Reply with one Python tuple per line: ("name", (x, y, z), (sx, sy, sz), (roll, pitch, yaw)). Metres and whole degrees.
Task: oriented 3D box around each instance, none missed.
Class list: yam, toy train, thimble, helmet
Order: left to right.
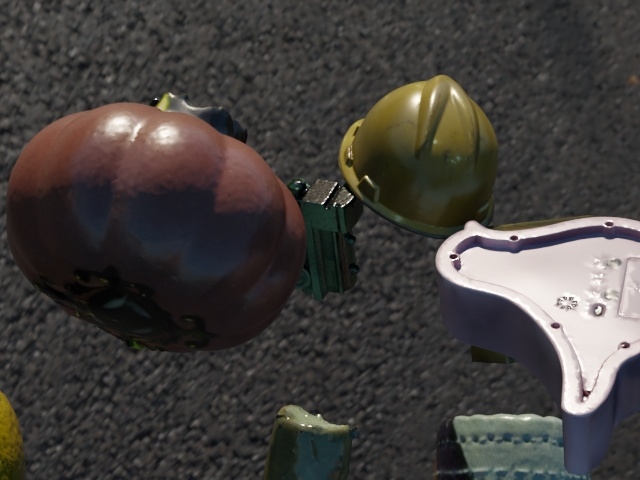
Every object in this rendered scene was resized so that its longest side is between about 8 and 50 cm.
("yam", (-0.031, 0.328, 1.258), (0.083, 0.371, 0.083), (8, 16, -2))
("toy train", (0.000, 0.000, 1.698), (0.111, 0.170, 0.071), (10, 40, 23))
("helmet", (0.137, -0.126, 1.674), (0.205, 0.140, 0.257), (13, 37, -13))
("thimble", (0.271, 0.326, 1.894), (0.237, 0.237, 0.150), (12, 71, -24))

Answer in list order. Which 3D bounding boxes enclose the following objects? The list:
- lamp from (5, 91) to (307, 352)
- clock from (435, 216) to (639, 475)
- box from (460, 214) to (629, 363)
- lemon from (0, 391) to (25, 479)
("lamp", (-0.158, -0.025, 1.361), (0.305, 0.305, 0.239), (24, 65, -16))
("clock", (0.236, 0.090, 1.275), (0.276, 0.080, 0.290), (3, 36, 14))
("box", (0.280, 0.056, 1.658), (0.240, 0.071, 0.159), (-6, 94, -38))
("lemon", (-0.425, 0.257, 1.425), (0.236, 0.236, 0.263), (-10, 92, -34))
